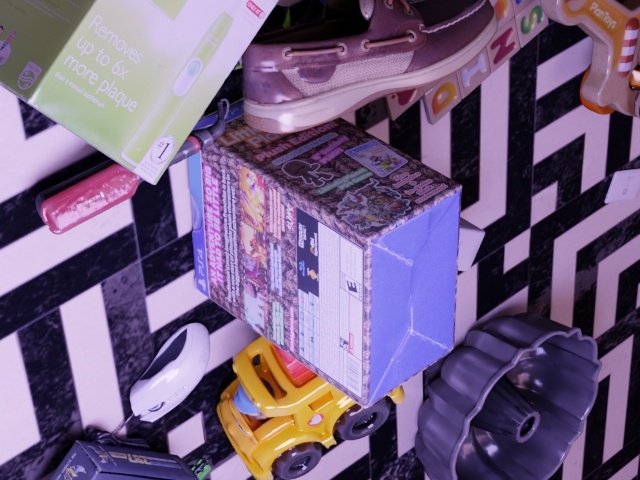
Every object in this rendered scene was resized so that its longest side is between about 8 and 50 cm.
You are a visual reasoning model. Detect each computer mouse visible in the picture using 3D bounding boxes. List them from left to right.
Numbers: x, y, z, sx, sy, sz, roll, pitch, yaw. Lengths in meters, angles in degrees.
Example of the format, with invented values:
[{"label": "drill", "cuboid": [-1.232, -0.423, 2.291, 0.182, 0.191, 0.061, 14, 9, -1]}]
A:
[{"label": "computer mouse", "cuboid": [-0.190, 0.182, 1.919, 0.193, 0.042, 0.106, -52, 142, -6]}]

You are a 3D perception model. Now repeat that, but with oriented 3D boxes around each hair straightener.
[{"label": "hair straightener", "cuboid": [-0.195, -0.085, 1.692, 0.230, 0.089, 0.047, -34, 111, -10]}]

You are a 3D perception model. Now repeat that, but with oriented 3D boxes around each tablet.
[{"label": "tablet", "cuboid": [0.469, -0.084, 2.496, 0.083, 0.006, 0.054, -7, 122, -45]}]

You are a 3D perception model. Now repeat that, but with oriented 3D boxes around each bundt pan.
[{"label": "bundt pan", "cuboid": [0.264, 0.247, 2.411, 0.331, 0.124, 0.331, -29, 136, -33]}]

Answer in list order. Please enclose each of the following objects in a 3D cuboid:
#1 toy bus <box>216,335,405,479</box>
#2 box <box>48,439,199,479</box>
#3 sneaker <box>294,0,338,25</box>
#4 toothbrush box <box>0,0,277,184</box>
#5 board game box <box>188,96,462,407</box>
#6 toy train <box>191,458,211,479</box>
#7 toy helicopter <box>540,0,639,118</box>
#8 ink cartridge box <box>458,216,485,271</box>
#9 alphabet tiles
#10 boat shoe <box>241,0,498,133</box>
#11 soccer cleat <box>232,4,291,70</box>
[{"label": "toy bus", "cuboid": [-0.033, 0.167, 1.948, 0.220, 0.149, 0.211, -33, 150, -1]}, {"label": "box", "cuboid": [-0.273, 0.347, 1.908, 0.183, 0.059, 0.232, 20, 109, -52]}, {"label": "sneaker", "cuboid": [-0.011, -0.222, 1.825, 0.058, 0.052, 0.135, 7, 101, -46]}, {"label": "toothbrush box", "cuboid": [-0.175, -0.229, 1.570, 0.283, 0.122, 0.206, -57, 144, -3]}, {"label": "board game box", "cuboid": [0.000, 0.000, 1.790, 0.141, 0.291, 0.232, -30, 136, -33]}, {"label": "toy train", "cuboid": [-0.170, 0.311, 2.059, 0.083, 0.017, 0.023, -46, 153, -15]}, {"label": "toy helicopter", "cuboid": [0.406, -0.296, 2.166, 0.355, 0.140, 0.235, 24, 96, -50]}, {"label": "ink cartridge box", "cuboid": [0.112, -0.015, 2.062, 0.181, 0.104, 0.061, 8, 109, -50]}, {"label": "alphabet tiles", "cuboid": [0.189, -0.309, 2.011, 0.342, 0.011, 0.285, -41, 141, -20]}, {"label": "boat shoe", "cuboid": [0.055, -0.229, 1.766, 0.342, 0.123, 0.123, -24, 119, -28]}, {"label": "soccer cleat", "cuboid": [-0.098, -0.211, 1.729, 0.179, 0.060, 0.072, -22, 122, -46]}]
